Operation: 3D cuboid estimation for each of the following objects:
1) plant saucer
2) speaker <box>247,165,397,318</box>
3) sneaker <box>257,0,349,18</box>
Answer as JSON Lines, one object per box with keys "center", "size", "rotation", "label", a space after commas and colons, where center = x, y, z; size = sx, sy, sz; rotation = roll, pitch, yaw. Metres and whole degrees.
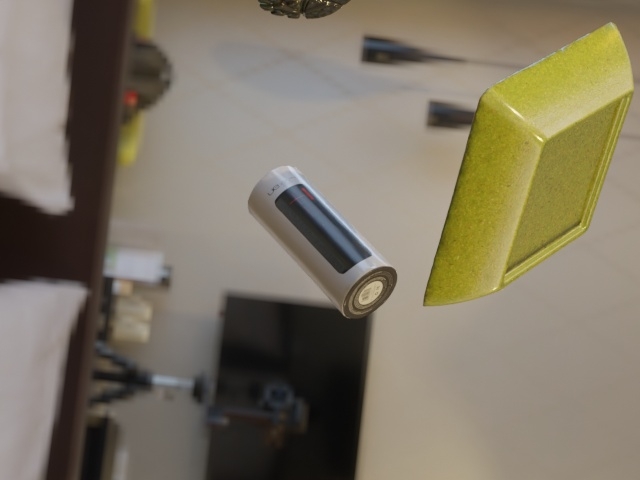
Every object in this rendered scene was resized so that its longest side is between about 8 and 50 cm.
{"center": [0.164, -0.048, 1.335], "size": [0.188, 0.045, 0.188], "rotation": [-30, 143, -46], "label": "plant saucer"}
{"center": [0.000, 0.000, 1.452], "size": [0.136, 0.055, 0.055], "rotation": [47, -33, 33], "label": "speaker"}
{"center": [0.035, -0.309, 1.568], "size": [0.283, 0.110, 0.122], "rotation": [-29, -118, 38], "label": "sneaker"}
